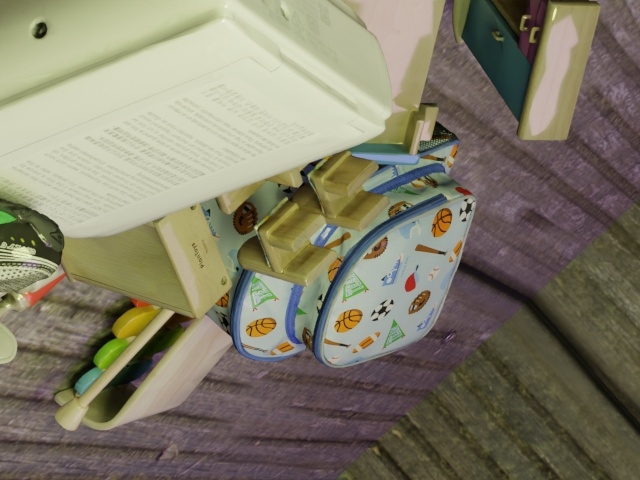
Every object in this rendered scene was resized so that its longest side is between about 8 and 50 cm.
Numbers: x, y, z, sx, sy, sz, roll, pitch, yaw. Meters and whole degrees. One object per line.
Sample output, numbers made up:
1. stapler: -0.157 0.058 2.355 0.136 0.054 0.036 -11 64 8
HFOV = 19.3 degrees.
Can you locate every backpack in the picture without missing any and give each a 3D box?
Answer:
1. backpack: 0.000 0.000 1.789 0.263 0.213 0.276 -14 131 -34

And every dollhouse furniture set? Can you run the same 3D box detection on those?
1. dollhouse furniture set: -0.094 -0.064 1.547 0.242 0.161 0.212 -44 131 -31
2. dollhouse furniture set: 0.074 -0.239 1.685 0.303 0.198 0.286 -1 123 -18

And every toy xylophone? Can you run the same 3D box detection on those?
1. toy xylophone: -0.162 0.089 1.954 0.323 0.081 0.236 -47 162 20

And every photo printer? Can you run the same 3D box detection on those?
1. photo printer: -0.138 -0.099 1.300 0.307 0.107 0.256 -20 157 23

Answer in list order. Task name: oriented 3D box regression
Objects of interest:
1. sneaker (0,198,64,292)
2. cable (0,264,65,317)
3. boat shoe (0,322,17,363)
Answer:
1. sneaker: -0.319 0.076 1.306 0.343 0.146 0.134 -28 158 16
2. cable: -0.183 -0.019 1.647 0.287 0.072 0.139 -29 156 -31
3. boat shoe: -0.316 0.079 1.571 0.125 0.046 0.038 14 149 -20
